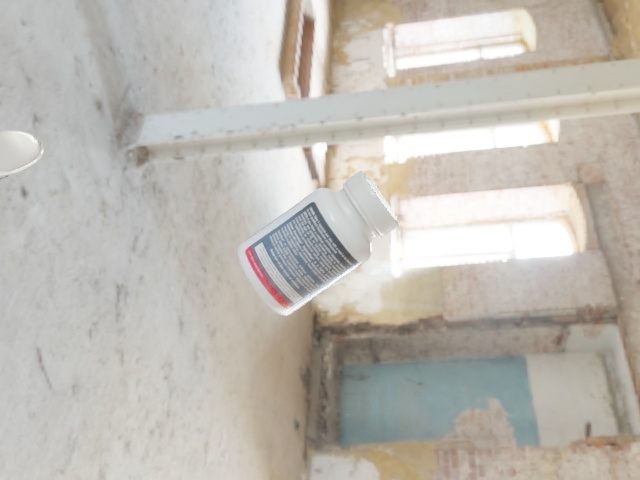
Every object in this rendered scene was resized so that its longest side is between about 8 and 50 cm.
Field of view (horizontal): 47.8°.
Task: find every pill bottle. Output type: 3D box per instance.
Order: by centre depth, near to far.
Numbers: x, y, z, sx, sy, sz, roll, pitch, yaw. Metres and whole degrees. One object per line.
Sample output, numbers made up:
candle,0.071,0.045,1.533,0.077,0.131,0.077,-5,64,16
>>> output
pill bottle,0.000,0.000,0.873,0.108,0.180,0.108,52,10,-14

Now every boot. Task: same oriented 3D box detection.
boot,-0.527,-0.124,1.156,0.086,0.190,0.069,84,-8,-86
